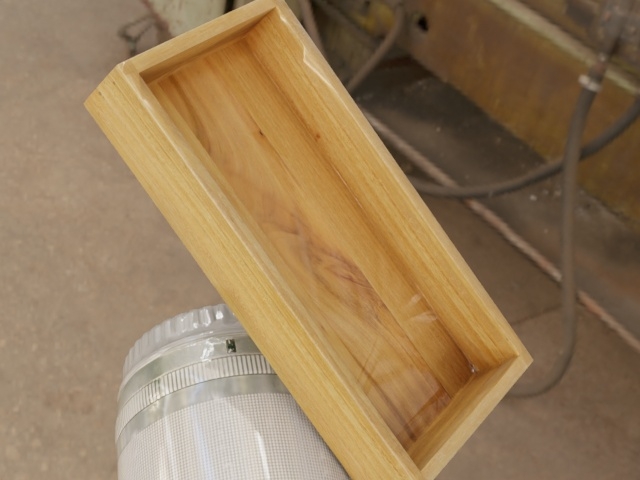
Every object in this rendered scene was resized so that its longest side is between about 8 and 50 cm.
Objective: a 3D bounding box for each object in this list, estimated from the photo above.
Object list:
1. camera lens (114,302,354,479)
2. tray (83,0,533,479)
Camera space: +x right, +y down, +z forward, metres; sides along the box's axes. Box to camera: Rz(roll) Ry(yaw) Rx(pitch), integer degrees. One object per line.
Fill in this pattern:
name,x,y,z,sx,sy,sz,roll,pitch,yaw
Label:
camera lens,-0.069,0.223,0.930,0.219,0.219,0.274,2,49,-18
tray,0.000,0.000,0.900,0.203,0.076,0.411,-38,95,-43
